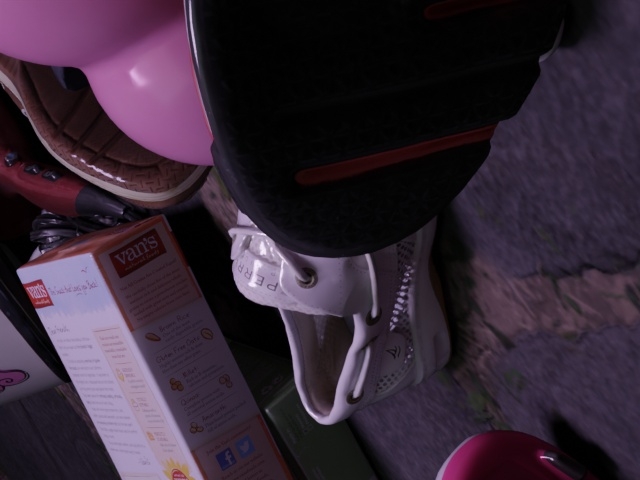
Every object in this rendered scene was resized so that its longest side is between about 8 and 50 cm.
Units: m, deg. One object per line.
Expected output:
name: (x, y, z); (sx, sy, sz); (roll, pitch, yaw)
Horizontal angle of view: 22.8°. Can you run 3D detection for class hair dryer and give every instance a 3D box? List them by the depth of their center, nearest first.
hair dryer: (-0.222, -0.053, 1.264); (0.293, 0.080, 0.223); (45, 145, -1)

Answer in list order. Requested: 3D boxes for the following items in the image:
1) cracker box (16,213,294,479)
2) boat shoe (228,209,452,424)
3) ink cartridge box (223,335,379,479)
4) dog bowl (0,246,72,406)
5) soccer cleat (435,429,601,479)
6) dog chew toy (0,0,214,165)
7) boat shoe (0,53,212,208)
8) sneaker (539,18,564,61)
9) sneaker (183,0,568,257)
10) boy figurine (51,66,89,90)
cracker box: (-0.116, 0.103, 1.136); (0.155, 0.067, 0.232); (-9, 109, 61)
boat shoe: (0.000, 0.000, 0.818); (0.098, 0.096, 0.277); (33, 153, 40)
ink cartridge box: (-0.044, 0.153, 1.228); (0.235, 0.056, 0.171); (13, 137, 56)
dog bowl: (-0.393, -0.002, 1.429); (0.408, 0.150, 0.408); (54, 172, 11)
soccer cleat: (0.164, 0.250, 0.868); (0.331, 0.116, 0.143); (50, 159, 2)
dog chew toy: (-0.098, -0.166, 0.625); (0.332, 0.206, 0.206); (50, 161, -22)
boat shoe: (-0.143, -0.098, 0.987); (0.257, 0.095, 0.095); (45, 173, 33)
sneaker: (0.036, -0.120, 0.574); (0.063, 0.075, 0.170); (29, 149, 46)
sneaker: (0.002, -0.154, 0.493); (0.136, 0.115, 0.314); (-124, 27, -70)
boy figurine: (-0.210, -0.218, 0.904); (0.285, 0.092, 0.177); (42, 163, 17)
